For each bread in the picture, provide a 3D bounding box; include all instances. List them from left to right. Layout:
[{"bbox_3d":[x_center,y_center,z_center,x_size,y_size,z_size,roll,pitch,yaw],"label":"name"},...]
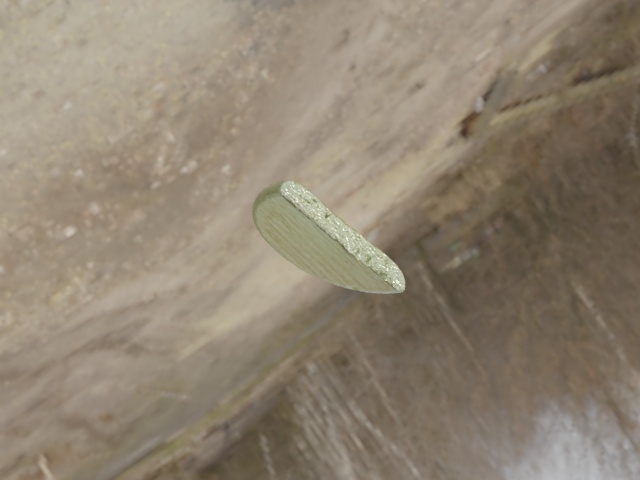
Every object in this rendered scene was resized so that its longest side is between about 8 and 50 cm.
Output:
[{"bbox_3d":[-0.005,-0.002,1.291,0.112,0.193,0.036,-11,-133,50],"label":"bread"}]
